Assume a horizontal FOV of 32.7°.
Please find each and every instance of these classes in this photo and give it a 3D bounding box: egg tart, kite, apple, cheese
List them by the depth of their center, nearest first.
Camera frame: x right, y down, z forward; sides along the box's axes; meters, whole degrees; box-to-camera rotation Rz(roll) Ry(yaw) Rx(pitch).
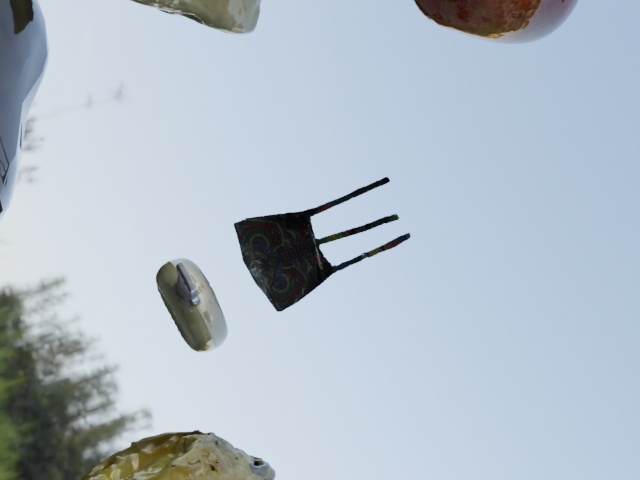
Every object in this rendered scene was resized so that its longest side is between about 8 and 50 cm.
[{"bbox_3d":[0.190,-0.302,1.158,0.209,0.209,0.164,45,-53,46],"label":"apple"},{"bbox_3d":[-0.185,0.276,1.190,0.279,0.278,0.095,-13,-85,65],"label":"egg tart"},{"bbox_3d":[-0.183,-0.310,1.257,0.159,0.263,0.093,34,-74,48],"label":"cheese"},{"bbox_3d":[-0.175,0.077,1.463,0.137,0.064,0.227,58,-12,13],"label":"cheese"},{"bbox_3d":[0.000,0.000,1.576,0.285,0.015,0.152,-24,-83,31],"label":"kite"}]

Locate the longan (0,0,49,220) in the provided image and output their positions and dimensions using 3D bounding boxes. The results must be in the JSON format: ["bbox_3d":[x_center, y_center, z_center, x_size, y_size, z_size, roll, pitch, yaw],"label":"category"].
[{"bbox_3d":[-0.446,-0.145,1.039,0.336,0.404,0.405,7,-67,44],"label":"longan"}]
